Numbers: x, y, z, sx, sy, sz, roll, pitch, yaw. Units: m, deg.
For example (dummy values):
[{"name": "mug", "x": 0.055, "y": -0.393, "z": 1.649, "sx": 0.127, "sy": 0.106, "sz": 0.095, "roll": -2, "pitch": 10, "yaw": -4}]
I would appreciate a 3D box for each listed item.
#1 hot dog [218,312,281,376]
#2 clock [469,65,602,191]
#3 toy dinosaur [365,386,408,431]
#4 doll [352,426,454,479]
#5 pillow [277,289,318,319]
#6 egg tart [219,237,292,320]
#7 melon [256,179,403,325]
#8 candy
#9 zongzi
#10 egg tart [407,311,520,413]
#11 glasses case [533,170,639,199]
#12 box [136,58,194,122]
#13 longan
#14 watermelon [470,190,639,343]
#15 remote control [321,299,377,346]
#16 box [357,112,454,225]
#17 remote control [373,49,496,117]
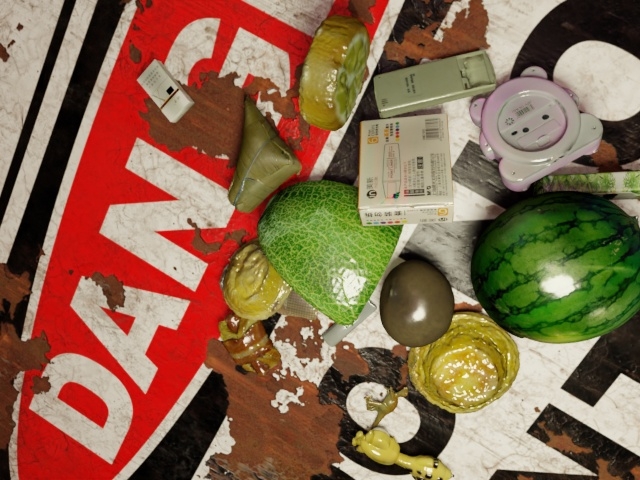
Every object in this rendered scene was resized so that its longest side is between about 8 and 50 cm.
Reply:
[{"name": "hot dog", "x": -0.210, "y": 0.302, "z": 1.308, "sx": 0.146, "sy": 0.103, "sz": 0.213, "roll": -32, "pitch": 93, "yaw": 14}, {"name": "clock", "x": 0.480, "y": -0.262, "z": 1.031, "sx": 0.227, "sy": 0.090, "sz": 0.248, "roll": -30, "pitch": 65, "yaw": 15}, {"name": "toy dinosaur", "x": 0.193, "y": 0.486, "z": 1.286, "sx": 0.126, "sy": 0.039, "sz": 0.162, "roll": -5, "pitch": 108, "yaw": 10}, {"name": "doll", "x": 0.230, "y": 0.617, "z": 1.273, "sx": 0.291, "sy": 0.086, "sz": 0.117, "roll": 23, "pitch": 122, "yaw": 6}, {"name": "pillow", "x": -0.061, "y": 0.120, "z": 1.279, "sx": 0.135, "sy": 0.034, "sz": 0.211, "roll": 10, "pitch": 100, "yaw": 12}, {"name": "egg tart", "x": -0.183, "y": 0.102, "z": 1.245, "sx": 0.252, "sy": 0.098, "sz": 0.232, "roll": -29, "pitch": 69, "yaw": 14}, {"name": "melon", "x": 0.000, "y": 0.000, "z": 1.160, "sx": 0.343, "sy": 0.226, "sz": 0.331, "roll": 26, "pitch": 89, "yaw": -1}, {"name": "candy", "x": 0.037, "y": -0.390, "z": 1.056, "sx": 0.118, "sy": 0.260, "sz": 0.260, "roll": 20, "pitch": 103, "yaw": 9}, {"name": "zongzi", "x": -0.202, "y": -0.227, "z": 1.215, "sx": 0.228, "sy": 0.115, "sz": 0.256, "roll": -39, "pitch": 84, "yaw": 20}, {"name": "egg tart", "x": 0.376, "y": 0.333, "z": 1.173, "sx": 0.294, "sy": 0.123, "sz": 0.294, "roll": 2, "pitch": 99, "yaw": 11}, {"name": "glasses case", "x": 0.654, "y": -0.124, "z": 1.046, "sx": 0.272, "sy": 0.095, "sz": 0.062, "roll": -1, "pitch": 91, "yaw": 13}, {"name": "box", "x": -0.436, "y": -0.420, "z": 1.266, "sx": 0.084, "sy": 0.040, "sz": 0.154, "roll": -39, "pitch": 89, "yaw": 15}, {"name": "longan", "x": 0.244, "y": 0.158, "z": 1.135, "sx": 0.197, "sy": 0.196, "sz": 0.220, "roll": 1, "pitch": 87, "yaw": 12}, {"name": "watermelon", "x": 0.517, "y": 0.058, "z": 0.983, "sx": 0.363, "sy": 0.363, "sz": 0.363, "roll": 2, "pitch": 100, "yaw": 12}, {"name": "remote control", "x": 0.079, "y": 0.233, "z": 1.270, "sx": 0.050, "sy": 0.027, "sz": 0.184, "roll": 46, "pitch": 105, "yaw": 1}, {"name": "box", "x": 0.200, "y": -0.169, "z": 1.070, "sx": 0.221, "sy": 0.091, "sz": 0.274, "roll": -1, "pitch": 62, "yaw": 13}, {"name": "remote control", "x": 0.275, "y": -0.381, "z": 1.093, "sx": 0.285, "sy": 0.038, "sz": 0.123, "roll": -11, "pitch": 65, "yaw": 11}]
